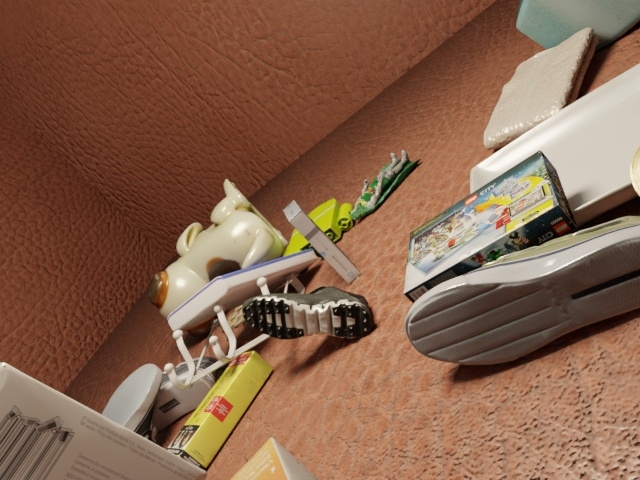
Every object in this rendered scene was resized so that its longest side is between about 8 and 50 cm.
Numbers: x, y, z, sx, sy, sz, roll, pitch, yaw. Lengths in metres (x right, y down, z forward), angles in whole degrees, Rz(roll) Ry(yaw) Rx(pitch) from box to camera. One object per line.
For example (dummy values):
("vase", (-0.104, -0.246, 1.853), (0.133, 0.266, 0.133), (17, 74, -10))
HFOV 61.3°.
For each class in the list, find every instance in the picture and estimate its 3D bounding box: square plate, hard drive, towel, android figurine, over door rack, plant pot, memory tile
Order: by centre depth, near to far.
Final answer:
("square plate", (0.383, -0.117, 0.808), (0.347, 0.049, 0.344), (-33, 18, 30))
("towel", (0.454, -0.315, 1.114), (0.187, 0.049, 0.282), (-20, 34, 55))
("over door rack", (-0.180, 0.168, 1.156), (0.240, 0.108, 0.324), (-32, 5, 11))
("plant pot", (0.566, -0.547, 1.177), (0.252, 0.247, 0.247), (-53, 6, 40))
("hard drive", (-0.173, 0.108, 1.257), (0.210, 0.040, 0.319), (-36, -11, 34))
("memory tile", (-0.211, 0.197, 1.475), (0.148, 0.012, 0.113), (-25, 23, 46))
("android figurine", (-0.011, -0.018, 1.481), (0.248, 0.056, 0.272), (-36, 19, 23))

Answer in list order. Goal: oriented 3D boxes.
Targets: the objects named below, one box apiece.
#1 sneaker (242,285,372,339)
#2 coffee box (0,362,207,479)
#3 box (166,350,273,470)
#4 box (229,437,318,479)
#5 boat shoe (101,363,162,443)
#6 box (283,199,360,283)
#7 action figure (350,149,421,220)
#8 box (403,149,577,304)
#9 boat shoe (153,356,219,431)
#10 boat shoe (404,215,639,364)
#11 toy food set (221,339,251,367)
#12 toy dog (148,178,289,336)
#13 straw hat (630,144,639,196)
("sneaker", (-0.019, 0.125, 0.963), (0.235, 0.078, 0.106), (0, 15, 12))
("coffee box", (-0.448, 0.411, 0.804), (0.334, 0.338, 0.338), (-20, 36, 54))
("box", (-0.187, 0.316, 1.009), (0.087, 0.058, 0.232), (-25, 22, 53))
("box", (-0.054, 0.328, 0.599), (0.130, 0.091, 0.170), (-44, 15, -8))
("boat shoe", (-0.396, 0.412, 1.113), (0.113, 0.105, 0.306), (-6, 52, 36))
("box", (0.000, 0.000, 1.163), (0.038, 0.186, 0.145), (-44, 16, 3))
("action figure", (0.152, -0.140, 1.416), (0.232, 0.063, 0.137), (-52, 21, -20))
("box", (0.224, -0.013, 0.753), (0.233, 0.044, 0.159), (-35, 19, 31))
("boat shoe", (-0.356, 0.351, 1.241), (0.301, 0.108, 0.102), (-33, 18, 22))
("boat shoe", (0.242, 0.061, 0.618), (0.303, 0.109, 0.094), (-23, 8, 29))
("toy food set", (-0.192, 0.264, 1.244), (0.078, 0.019, 0.122), (-52, 11, -33))
("toy dog", (-0.296, 0.091, 1.582), (0.408, 0.284, 0.395), (-43, 33, 1))
("straw hat", (0.398, -0.094, 0.572), (0.145, 0.061, 0.144), (-24, 52, 35))
